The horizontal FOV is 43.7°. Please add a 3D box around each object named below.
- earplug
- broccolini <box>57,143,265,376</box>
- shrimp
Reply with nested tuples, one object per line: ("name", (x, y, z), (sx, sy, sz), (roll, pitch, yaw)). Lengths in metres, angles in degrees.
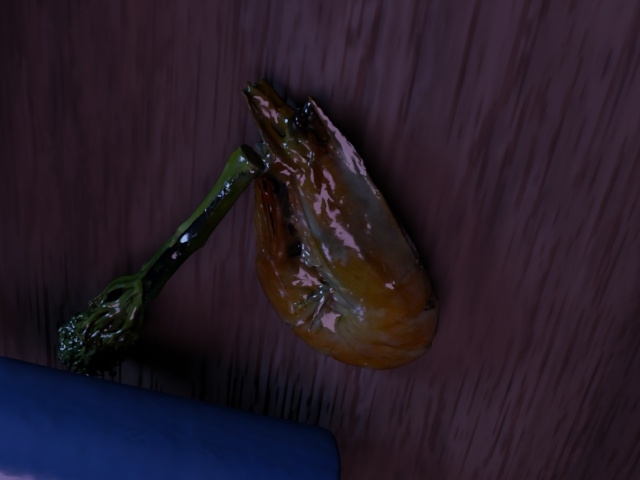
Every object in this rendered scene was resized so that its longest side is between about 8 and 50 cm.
("earplug", (-0.137, 0.154, 0.530), (0.273, 0.132, 0.132), (20, 122, -15))
("broccolini", (-0.108, 0.019, 0.511), (0.051, 0.054, 0.239), (8, 141, -37))
("shrimp", (-0.001, 0.001, 0.496), (0.115, 0.051, 0.217), (-16, 118, 22))
